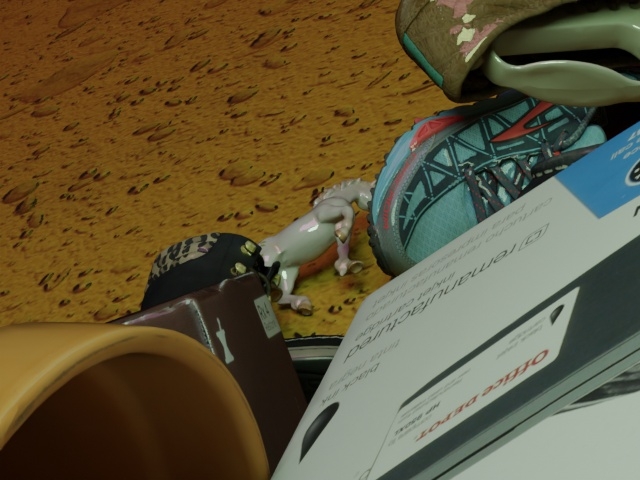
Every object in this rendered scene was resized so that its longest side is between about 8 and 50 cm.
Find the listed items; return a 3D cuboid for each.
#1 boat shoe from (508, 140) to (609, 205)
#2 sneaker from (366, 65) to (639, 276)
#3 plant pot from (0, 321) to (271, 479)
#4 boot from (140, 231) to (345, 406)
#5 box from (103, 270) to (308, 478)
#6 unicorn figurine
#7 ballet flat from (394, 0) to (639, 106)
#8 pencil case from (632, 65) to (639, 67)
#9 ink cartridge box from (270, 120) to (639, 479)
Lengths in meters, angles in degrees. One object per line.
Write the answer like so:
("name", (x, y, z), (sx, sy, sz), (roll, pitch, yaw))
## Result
("boat shoe", (0.333, -0.116, 0.983), (0.500, 0.156, 0.187), (-23, -3, -1))
("sneaker", (0.150, -0.056, 1.165), (0.262, 0.104, 0.125), (-34, 27, -20))
("plant pot", (-0.171, 0.167, 0.687), (0.203, 0.291, 0.291), (7, 36, 26))
("boot", (-0.050, 0.060, 1.108), (0.236, 0.085, 0.179), (-16, 35, 30))
("box", (-0.113, 0.131, 0.886), (0.203, 0.167, 0.168), (-20, -1, 10))
("unicorn figurine", (0.000, 0.000, 1.247), (0.161, 0.060, 0.111), (-22, 28, 0))
("ballet flat", (0.224, -0.151, 1.145), (0.342, 0.116, 0.124), (-8, 54, -11))
("pencil case", (0.257, -0.166, 1.314), (0.209, 0.095, 0.098), (-13, 41, 30))
("ink cartridge box", (0.104, 0.126, 0.644), (0.285, 0.166, 0.395), (-34, 16, 36))
